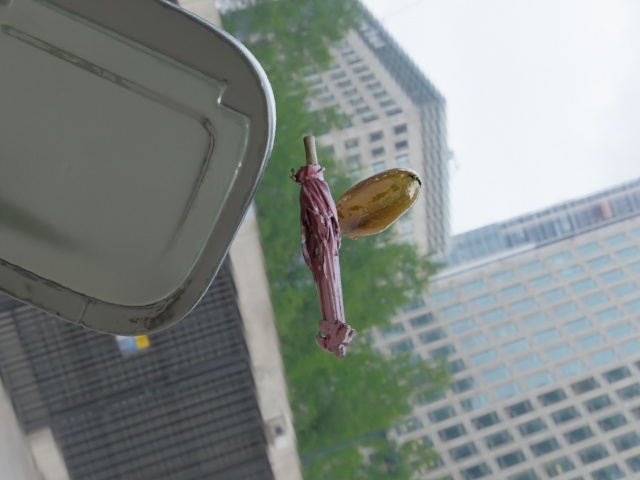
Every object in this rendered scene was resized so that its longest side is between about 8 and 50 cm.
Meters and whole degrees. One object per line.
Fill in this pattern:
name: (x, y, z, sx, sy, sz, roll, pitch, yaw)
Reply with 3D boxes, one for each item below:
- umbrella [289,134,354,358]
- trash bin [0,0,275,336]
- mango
umbrella: (0.000, 0.000, 0.723, 0.025, 0.027, 0.165, 73, 7, -61)
trash bin: (-0.147, -0.078, 0.791, 0.219, 0.220, 0.250, -63, -175, 13)
mango: (0.066, -0.043, 1.305, 0.063, 0.127, 0.077, 59, 18, -5)
